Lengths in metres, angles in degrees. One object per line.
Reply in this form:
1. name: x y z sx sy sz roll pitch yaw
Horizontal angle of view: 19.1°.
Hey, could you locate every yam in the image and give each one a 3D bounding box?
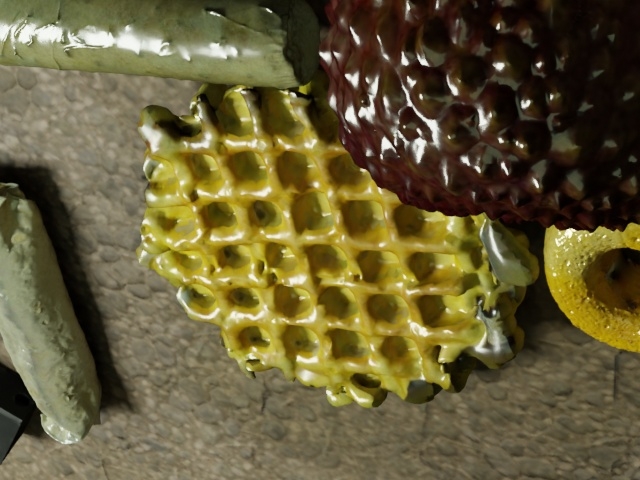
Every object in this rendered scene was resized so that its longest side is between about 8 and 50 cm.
1. yam: -0.176 -0.154 1.343 0.371 0.083 0.083 8 132 22

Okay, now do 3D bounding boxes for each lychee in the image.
1. lychee: 0.121 -0.136 1.103 0.271 0.271 0.271 15 134 16

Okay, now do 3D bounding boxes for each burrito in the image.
1. burrito: -0.241 0.058 1.585 0.082 0.059 0.275 8 132 31

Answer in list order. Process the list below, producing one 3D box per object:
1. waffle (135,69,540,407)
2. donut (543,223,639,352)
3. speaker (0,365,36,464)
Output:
1. waffle: 0.010 0.005 1.400 0.329 0.062 0.329 13 132 15
2. donut: 0.217 0.014 1.306 0.152 0.058 0.152 14 136 14
3. speaker: -0.359 0.112 1.704 0.218 0.044 0.082 30 136 0
